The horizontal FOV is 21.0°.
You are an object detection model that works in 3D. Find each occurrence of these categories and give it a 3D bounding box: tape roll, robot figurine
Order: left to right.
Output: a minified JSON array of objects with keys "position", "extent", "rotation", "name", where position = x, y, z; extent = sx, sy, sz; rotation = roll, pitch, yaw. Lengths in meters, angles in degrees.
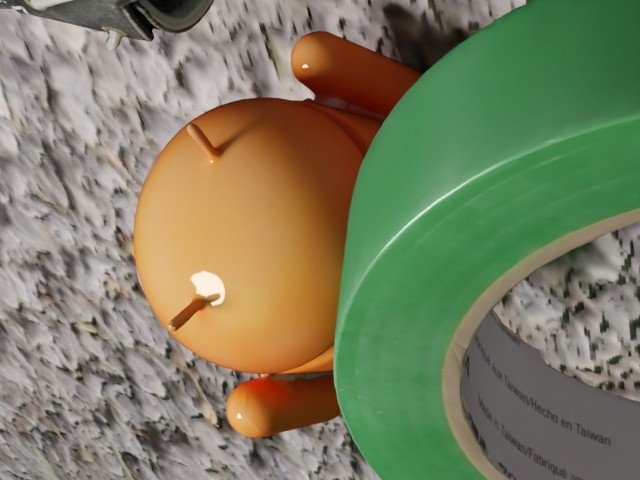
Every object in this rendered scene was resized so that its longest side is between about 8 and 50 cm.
[{"position":[0.000,-0.002,0.808],"extent":[0.128,0.158,0.219],"rotation":[54,-156,22],"name":"robot figurine"},{"position":[0.167,0.032,0.663],"extent":[0.321,0.077,0.321],"rotation":[5,141,4],"name":"tape roll"}]

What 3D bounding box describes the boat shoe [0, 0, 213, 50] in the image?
[{"position":[-0.090,-0.136,0.747],"extent":[0.335,0.121,0.119],"rotation":[-5,130,47],"name":"boat shoe"}]
